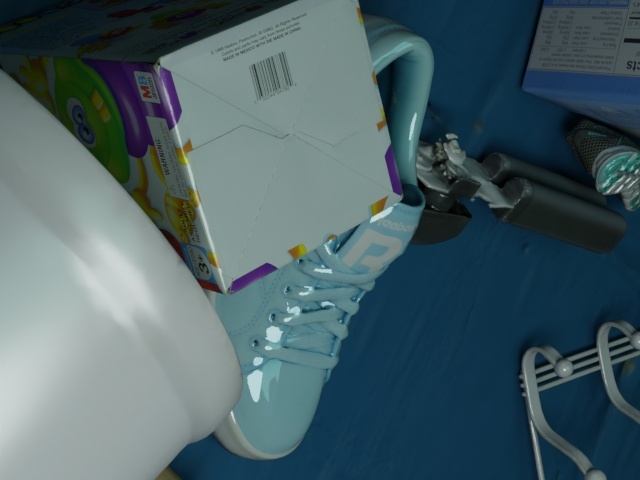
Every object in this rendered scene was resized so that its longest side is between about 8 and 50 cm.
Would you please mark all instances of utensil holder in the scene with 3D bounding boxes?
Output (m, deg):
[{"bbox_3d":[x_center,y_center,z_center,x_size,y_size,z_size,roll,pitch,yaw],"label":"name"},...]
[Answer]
[{"bbox_3d":[-0.286,0.113,0.722,0.385,0.328,0.327,-47,123,-20],"label":"utensil holder"}]

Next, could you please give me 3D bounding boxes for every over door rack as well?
[{"bbox_3d":[0.317,0.239,1.363,0.239,0.108,0.324,-13,106,-36],"label":"over door rack"}]

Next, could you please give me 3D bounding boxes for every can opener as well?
[{"bbox_3d":[0.163,-0.035,1.226,0.280,0.074,0.093,11,126,-38],"label":"can opener"}]

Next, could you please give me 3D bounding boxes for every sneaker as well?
[{"bbox_3d":[0.288,-0.079,1.312,0.065,0.076,0.166,-46,153,12],"label":"sneaker"},{"bbox_3d":[0.000,0.000,1.038,0.135,0.150,0.366,7,93,-38],"label":"sneaker"}]

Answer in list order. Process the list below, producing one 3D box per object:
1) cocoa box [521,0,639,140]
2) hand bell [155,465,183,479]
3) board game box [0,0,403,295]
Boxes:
[{"bbox_3d":[0.402,-0.192,1.273,0.347,0.231,0.228,16,88,-39],"label":"cocoa box"},{"bbox_3d":[-0.170,0.134,0.976,0.126,0.126,0.242,-38,106,-28],"label":"hand bell"},{"bbox_3d":[-0.102,-0.076,0.861,0.144,0.275,0.142,-28,115,-32],"label":"board game box"}]
